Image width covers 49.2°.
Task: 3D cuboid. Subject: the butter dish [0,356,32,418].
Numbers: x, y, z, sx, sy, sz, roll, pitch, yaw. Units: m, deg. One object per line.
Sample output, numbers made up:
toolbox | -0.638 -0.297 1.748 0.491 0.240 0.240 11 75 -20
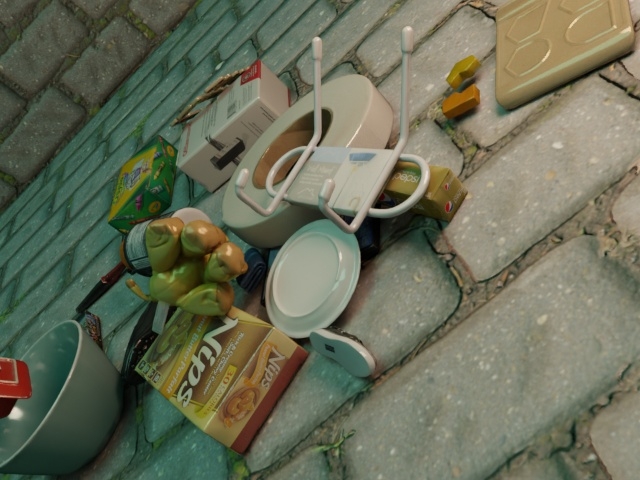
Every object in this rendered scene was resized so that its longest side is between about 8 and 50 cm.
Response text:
butter dish | -0.636 0.289 1.306 0.160 0.160 0.118 36 110 59

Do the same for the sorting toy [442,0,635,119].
sorting toy | 0.333 -0.307 1.102 0.307 0.041 0.229 -24 44 37

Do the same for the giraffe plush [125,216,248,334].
giraffe plush | -0.204 0.041 1.184 0.210 0.181 0.170 -53 -1 25

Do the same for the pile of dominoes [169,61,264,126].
pile of dominoes | -0.249 -0.364 1.782 0.196 0.040 0.251 -35 5 33

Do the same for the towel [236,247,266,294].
towel | -0.129 0.053 1.292 0.067 0.029 0.119 -55 18 3

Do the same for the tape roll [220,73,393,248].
tape roll | -0.034 -0.156 1.346 0.392 0.072 0.392 -33 30 23

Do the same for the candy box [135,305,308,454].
candy box | -0.174 0.200 1.152 0.183 0.087 0.316 -56 30 -13

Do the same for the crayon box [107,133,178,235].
crayon box | -0.489 -0.154 1.942 0.165 0.081 0.278 -36 34 22

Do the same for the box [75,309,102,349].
box | -0.610 0.295 1.651 0.233 0.044 0.159 -46 31 6

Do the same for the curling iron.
curling iron | -0.537 0.104 1.771 0.274 0.035 0.068 -36 33 22

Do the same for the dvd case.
dvd case | 0.000 0.000 1.210 0.253 0.022 0.180 -28 38 31

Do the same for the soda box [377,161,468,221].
soda box | 0.132 -0.084 1.070 0.181 0.061 0.058 18 71 49

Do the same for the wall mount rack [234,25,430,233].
wall mount rack | 0.025 -0.166 1.084 0.350 0.130 0.304 12 67 46

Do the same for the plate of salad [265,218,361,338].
plate of salad | -0.010 0.061 1.109 0.200 0.048 0.199 -23 53 34

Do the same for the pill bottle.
pill bottle | -0.346 0.011 1.537 0.246 0.130 0.130 -12 47 46

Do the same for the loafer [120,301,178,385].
loafer | -0.337 0.192 1.390 0.078 0.076 0.223 -27 33 42

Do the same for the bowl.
bowl | -0.502 0.327 1.364 0.312 0.163 0.311 -33 36 27

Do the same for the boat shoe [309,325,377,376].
boat shoe | 0.037 0.149 0.980 0.040 0.049 0.142 -19 21 -29

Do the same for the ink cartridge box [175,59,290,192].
ink cartridge box | -0.207 -0.272 1.675 0.273 0.114 0.197 -35 34 22
